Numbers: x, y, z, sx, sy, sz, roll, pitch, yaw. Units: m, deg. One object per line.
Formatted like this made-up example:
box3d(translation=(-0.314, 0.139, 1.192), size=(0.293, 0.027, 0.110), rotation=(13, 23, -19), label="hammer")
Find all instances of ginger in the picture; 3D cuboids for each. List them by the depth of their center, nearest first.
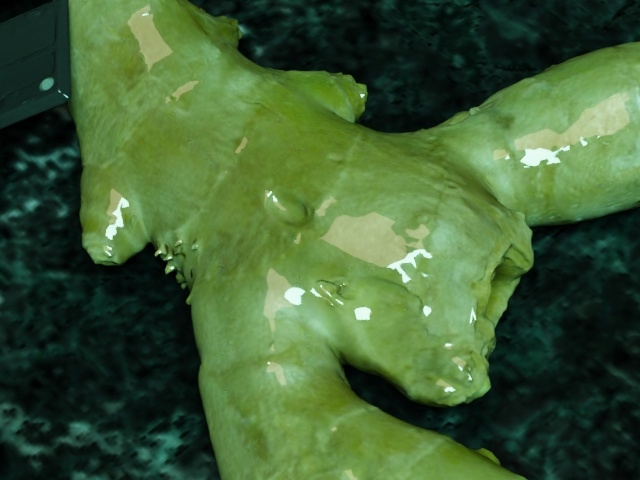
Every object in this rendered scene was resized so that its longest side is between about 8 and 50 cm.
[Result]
box3d(translation=(-0.003, 0.020, 0.856), size=(0.348, 0.122, 0.363), rotation=(13, 65, 15), label="ginger")

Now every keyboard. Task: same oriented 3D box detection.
box3d(translation=(-0.206, -0.062, 0.919), size=(0.198, 0.010, 0.063), rotation=(-19, 57, 24), label="keyboard")
